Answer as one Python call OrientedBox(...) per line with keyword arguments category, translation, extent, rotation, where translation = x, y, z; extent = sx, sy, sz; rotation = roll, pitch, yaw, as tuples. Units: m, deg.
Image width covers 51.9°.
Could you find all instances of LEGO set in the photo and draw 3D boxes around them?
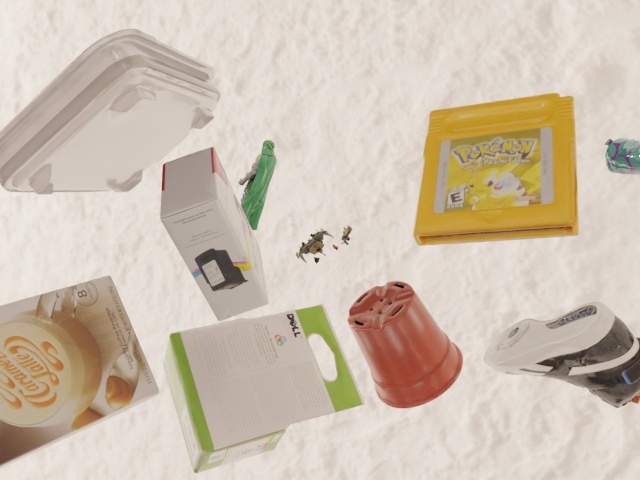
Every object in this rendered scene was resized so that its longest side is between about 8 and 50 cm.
OrientedBox(category="LEGO set", translation=(0.000, 0.002, 0.805), extent=(0.023, 0.083, 0.054), rotation=(47, 126, 30))

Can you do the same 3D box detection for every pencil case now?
OrientedBox(category="pencil case", translation=(0.563, -0.145, 1.130), extent=(0.070, 0.064, 0.152), rotation=(-59, 22, -2))

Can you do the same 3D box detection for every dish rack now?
OrientedBox(category="dish rack", translation=(-0.283, -0.153, 0.933), extent=(0.285, 0.333, 0.072), rotation=(-39, 86, 13))

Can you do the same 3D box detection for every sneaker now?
OrientedBox(category="sneaker", translation=(0.292, 0.151, 0.774), extent=(0.121, 0.079, 0.217), rotation=(42, 155, -3))

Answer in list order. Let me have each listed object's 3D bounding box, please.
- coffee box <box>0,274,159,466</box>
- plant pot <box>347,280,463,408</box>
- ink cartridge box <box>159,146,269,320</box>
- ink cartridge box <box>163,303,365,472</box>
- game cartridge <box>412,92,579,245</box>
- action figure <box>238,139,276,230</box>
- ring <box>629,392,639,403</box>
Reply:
OrientedBox(category="coffee box", translation=(-0.300, 0.140, 0.629), extent=(0.098, 0.246, 0.141), rotation=(-30, 83, 39))
OrientedBox(category="plant pot", translation=(0.220, 0.273, 1.828), extent=(0.272, 0.272, 0.265), rotation=(-8, 123, 40))
OrientedBox(category="ink cartridge box", translation=(-0.131, -0.007, 0.825), extent=(0.072, 0.175, 0.127), rotation=(-20, 38, 2))
OrientedBox(category="ink cartridge box", translation=(-0.088, 0.218, 1.004), extent=(0.189, 0.255, 0.097), rotation=(66, 150, 29))
OrientedBox(category="game cartridge", translation=(0.328, -0.140, 1.230), extent=(0.285, 0.052, 0.323), rotation=(-4, 54, 24))
OrientedBox(category="action figure", translation=(-0.159, -0.137, 1.611), extent=(0.063, 0.137, 0.232), rotation=(28, 106, 17))
OrientedBox(category="ring", translation=(0.728, 0.339, 1.270), extent=(0.336, 0.336, 0.032), rotation=(13, 85, 39))
